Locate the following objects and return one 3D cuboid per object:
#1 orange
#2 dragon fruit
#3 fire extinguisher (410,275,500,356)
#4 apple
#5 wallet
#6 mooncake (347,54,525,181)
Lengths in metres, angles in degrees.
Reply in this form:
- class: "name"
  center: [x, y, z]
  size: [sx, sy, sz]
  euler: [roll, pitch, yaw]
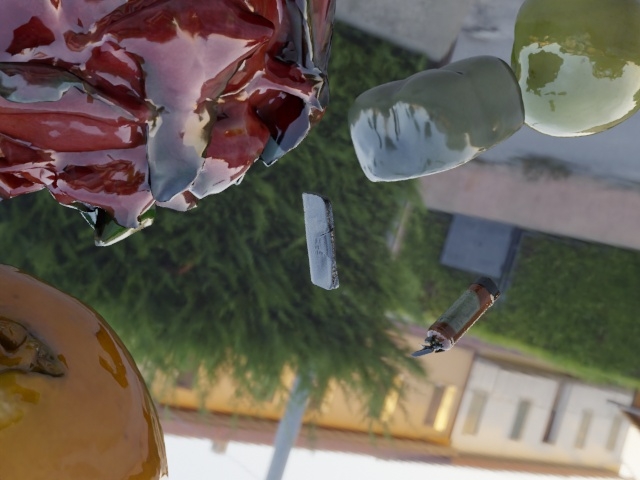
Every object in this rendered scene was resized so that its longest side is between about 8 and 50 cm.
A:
- class: "orange"
  center: [-0.256, 0.158, 0.566]
  size: [0.312, 0.312, 0.312]
  euler: [17, 178, 1]
- class: "dragon fruit"
  center: [-0.096, -0.143, 0.397]
  size: [0.233, 0.293, 0.234]
  euler: [10, -141, -8]
- class: "fire extinguisher"
  center: [0.215, 0.128, 1.372]
  size: [0.062, 0.177, 0.050]
  euler: [-5, 121, 58]
- class: "apple"
  center: [0.431, -0.304, 1.447]
  size: [0.262, 0.262, 0.262]
  euler: [17, 178, 1]
- class: "wallet"
  center: [0.000, 0.000, 1.377]
  size: [0.018, 0.157, 0.082]
  euler: [-13, -163, -27]
- class: "mooncake"
  center: [0.167, -0.188, 1.274]
  size: [0.275, 0.135, 0.275]
  euler: [-19, -168, 4]
